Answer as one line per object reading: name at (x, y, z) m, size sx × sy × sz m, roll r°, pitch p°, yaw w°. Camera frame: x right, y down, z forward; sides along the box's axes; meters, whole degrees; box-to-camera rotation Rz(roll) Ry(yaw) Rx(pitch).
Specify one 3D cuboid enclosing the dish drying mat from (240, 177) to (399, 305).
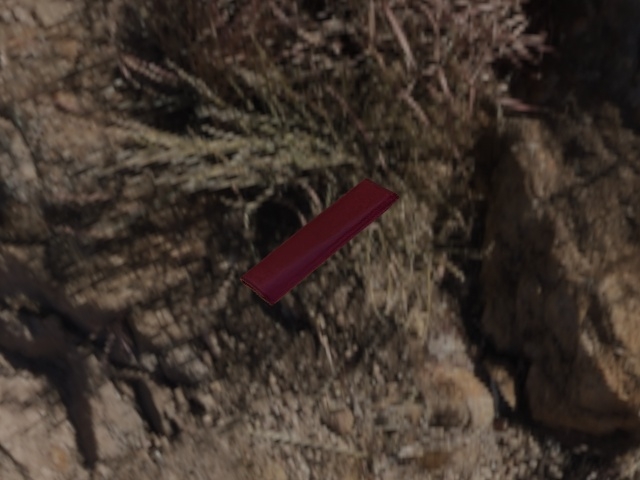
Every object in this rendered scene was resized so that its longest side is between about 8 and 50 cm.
dish drying mat at (0.000, 0.000, 0.734) m, size 0.083 × 0.008 × 0.032 m, roll -39°, pitch 33°, yaw -13°
